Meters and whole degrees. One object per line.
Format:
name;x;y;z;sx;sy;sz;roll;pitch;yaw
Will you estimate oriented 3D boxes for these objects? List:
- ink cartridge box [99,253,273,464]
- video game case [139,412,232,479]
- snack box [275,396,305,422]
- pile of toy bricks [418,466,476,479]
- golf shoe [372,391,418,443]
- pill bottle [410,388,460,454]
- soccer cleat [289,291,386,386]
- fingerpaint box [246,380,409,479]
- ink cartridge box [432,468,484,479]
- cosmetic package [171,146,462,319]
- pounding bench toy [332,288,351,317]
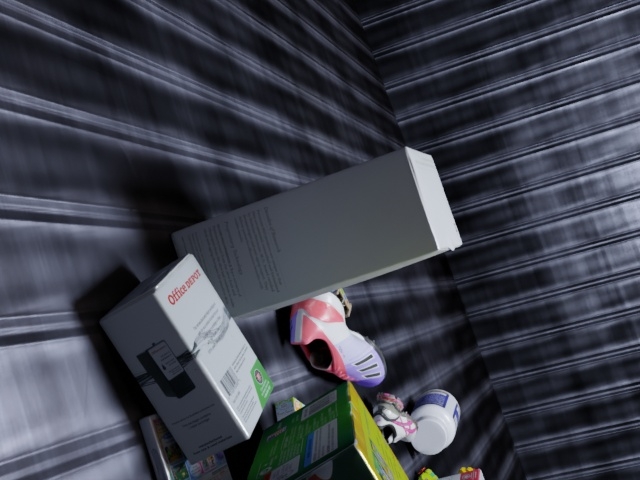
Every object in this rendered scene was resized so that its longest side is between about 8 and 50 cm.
ink cartridge box;-0.157;0.139;1.115;0.208;0.087;0.153;60;16;-9
video game case;-0.157;0.271;1.119;0.143;0.019;0.157;71;17;6
snack box;-0.021;0.321;1.468;0.141;0.037;0.100;47;26;-54
pile of toy bricks;0.256;0.548;2.031;0.105;0.118;0.212;45;28;16
golf shoe;0.149;0.390;1.924;0.186;0.067;0.086;54;51;-49
pill bottle;0.262;0.426;2.138;0.186;0.112;0.112;-30;99;-74
soccer cleat;0.028;0.208;1.692;0.318;0.108;0.116;55;42;-46
fingerpaint box;0.066;0.403;1.152;0.371;0.163;0.445;59;1;0
ink cartridge box;0.250;0.556;1.827;0.128;0.176;0.127;-47;118;-72
cosmetic package;0.000;0.000;1.334;0.197;0.365;0.155;-2;73;-74
pounding bench toy;0.026;0.116;1.847;0.065;0.052;0.083;64;17;-17
